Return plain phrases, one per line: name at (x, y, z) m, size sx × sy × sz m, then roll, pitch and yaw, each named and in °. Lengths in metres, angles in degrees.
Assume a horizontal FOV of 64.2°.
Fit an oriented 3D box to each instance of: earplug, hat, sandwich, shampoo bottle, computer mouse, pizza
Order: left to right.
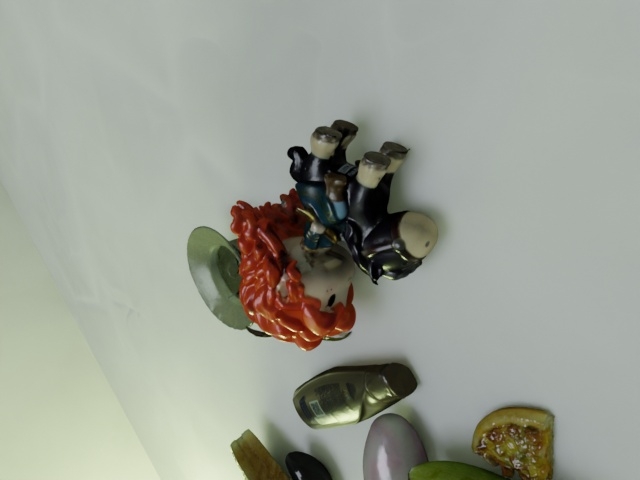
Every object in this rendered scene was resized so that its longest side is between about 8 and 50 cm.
hat at (-0.183, 0.067, 1.177) m, size 0.257 × 0.130 × 0.258 m, roll 26°, pitch 129°, yaw 39°
sandwich at (-0.142, 0.707, 1.458) m, size 0.271 × 0.099 × 0.301 m, roll 41°, pitch 152°, yaw 41°
computer mouse at (-0.006, 0.648, 1.327) m, size 0.137 × 0.086 × 0.270 m, roll 21°, pitch 135°, yaw 60°
shampoo bottle at (0.062, 0.324, 1.078) m, size 0.126 × 0.084 × 0.350 m, roll 57°, pitch 141°, yaw 5°
earplug at (0.156, 0.486, 1.017) m, size 0.172 × 0.172 × 0.302 m, roll 2°, pitch 104°, yaw 48°
pizza at (0.320, 0.334, 0.821) m, size 0.134 × 0.046 × 0.175 m, roll 47°, pitch 138°, yaw 21°

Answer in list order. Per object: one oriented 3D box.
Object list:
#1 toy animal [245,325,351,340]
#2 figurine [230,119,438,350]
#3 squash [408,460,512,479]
toy animal at (-0.041, 0.168, 1.119) m, size 0.218 × 0.155 × 0.095 m, roll 4°, pitch 89°, yaw 4°
figurine at (0.010, -0.002, 0.879) m, size 0.306 × 0.241 × 0.411 m, roll 44°, pitch 123°, yaw -11°
squash at (0.270, 0.486, 0.818) m, size 0.308 × 0.233 × 0.210 m, roll 0°, pitch 73°, yaw 43°
